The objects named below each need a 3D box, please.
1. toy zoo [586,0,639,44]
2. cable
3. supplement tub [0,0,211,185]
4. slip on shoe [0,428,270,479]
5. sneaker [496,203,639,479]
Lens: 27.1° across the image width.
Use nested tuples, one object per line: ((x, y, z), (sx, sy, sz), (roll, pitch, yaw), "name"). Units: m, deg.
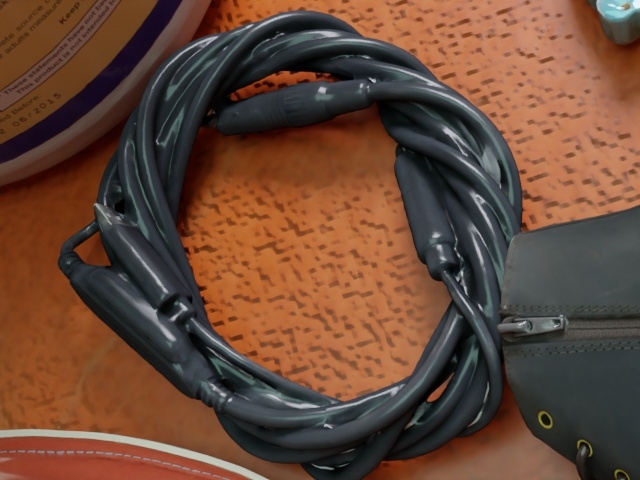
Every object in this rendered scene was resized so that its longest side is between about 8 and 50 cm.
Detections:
((0.174, -0.199, 0.487), (0.192, 0.030, 0.293), (25, 83, 24), "toy zoo")
((0.000, 0.000, 0.482), (0.184, 0.047, 0.150), (36, 82, 27), "cable")
((-0.191, -0.172, 0.437), (0.241, 0.331, 0.241), (-6, 72, 17), "supplement tub")
((-0.025, 0.139, 0.411), (0.331, 0.101, 0.123), (19, 82, 24), "slip on shoe")
((0.128, 0.088, 0.397), (0.118, 0.083, 0.222), (-16, 70, 28), "sneaker")
